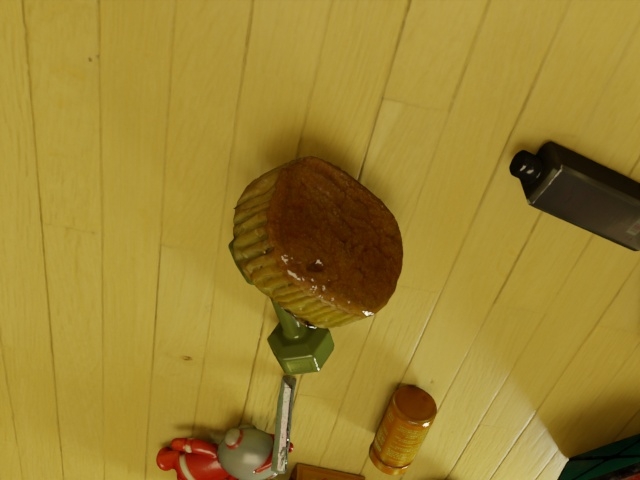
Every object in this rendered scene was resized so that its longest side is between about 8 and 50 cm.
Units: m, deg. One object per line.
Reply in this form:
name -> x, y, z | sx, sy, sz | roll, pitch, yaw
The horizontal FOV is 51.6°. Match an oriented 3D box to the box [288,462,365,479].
box -> -0.014, 0.658, 1.605 | 0.174, 0.076, 0.274 | 14, 129, -9

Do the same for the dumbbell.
dumbbell -> -0.061, 0.101, 1.131 | 0.121, 0.108, 0.302 | -8, 128, 10

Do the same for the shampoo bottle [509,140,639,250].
shampoo bottle -> 0.394, -0.070, 0.985 | 0.246, 0.079, 0.080 | 22, 126, -14

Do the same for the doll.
doll -> -0.203, 0.475, 1.457 | 0.336, 0.105, 0.200 | -19, 125, 28

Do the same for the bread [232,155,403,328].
bread -> 0.000, 0.000, 0.968 | 0.142, 0.227, 0.253 | -15, 134, 45

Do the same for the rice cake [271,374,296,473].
rice cake -> -0.075, 0.374, 1.347 | 0.033, 0.033, 0.207 | 7, 98, 7

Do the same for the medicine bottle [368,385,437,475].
medicine bottle -> 0.168, 0.393, 1.366 | 0.096, 0.096, 0.192 | 11, 130, -5

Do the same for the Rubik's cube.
Rubik's cube -> 0.636, 0.544, 1.309 | 0.259, 0.254, 0.260 | -29, 165, 23
